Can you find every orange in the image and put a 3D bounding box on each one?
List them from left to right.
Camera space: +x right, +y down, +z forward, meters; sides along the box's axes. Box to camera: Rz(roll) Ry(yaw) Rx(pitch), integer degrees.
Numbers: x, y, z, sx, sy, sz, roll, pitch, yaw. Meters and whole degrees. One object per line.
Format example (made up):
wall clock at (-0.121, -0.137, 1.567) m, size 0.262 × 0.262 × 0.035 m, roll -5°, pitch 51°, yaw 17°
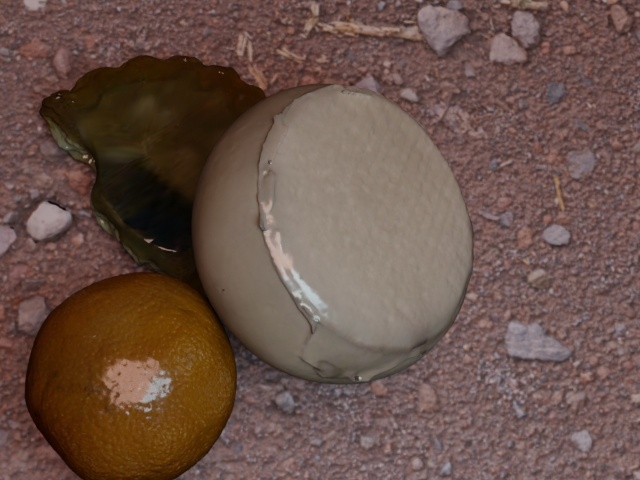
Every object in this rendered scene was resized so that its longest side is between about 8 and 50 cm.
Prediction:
orange at (-0.220, 0.162, 1.563) m, size 0.264 × 0.264 × 0.264 m, roll 2°, pitch 76°, yaw -7°

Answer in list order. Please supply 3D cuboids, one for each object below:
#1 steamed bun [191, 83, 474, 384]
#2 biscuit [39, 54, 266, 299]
steamed bun at (0.000, 0.000, 1.603) m, size 0.374 × 0.241 × 0.374 m, roll 15°, pitch 66°, yaw -35°
biscuit at (-0.212, -0.099, 1.707) m, size 0.335 × 0.078 × 0.329 m, roll 18°, pitch 71°, yaw -5°
